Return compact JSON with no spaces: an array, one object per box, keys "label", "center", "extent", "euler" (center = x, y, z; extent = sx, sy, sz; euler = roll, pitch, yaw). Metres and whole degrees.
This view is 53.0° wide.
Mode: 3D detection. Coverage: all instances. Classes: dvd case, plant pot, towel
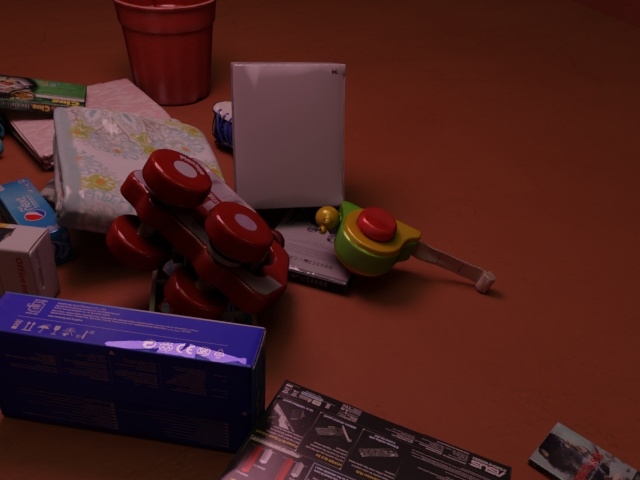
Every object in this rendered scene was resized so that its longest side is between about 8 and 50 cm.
[{"label":"dvd case","center":[0.000,0.000,1.206],"extent":[0.179,0.030,0.239],"euler":[14,37,14]},{"label":"plant pot","center":[-0.396,-0.516,1.688],"extent":[0.272,0.265,0.272],"euler":[2,35,-1]},{"label":"towel","center":[-0.337,-0.130,1.221],"extent":[0.320,0.090,0.374],"euler":[6,35,-28]},{"label":"towel","center":[-0.557,-0.289,1.540],"extent":[0.331,0.054,0.317],"euler":[-22,44,-31]},{"label":"dvd case","center":[0.344,0.297,0.836],"extent":[0.119,0.013,0.087],"euler":[31,44,32]}]

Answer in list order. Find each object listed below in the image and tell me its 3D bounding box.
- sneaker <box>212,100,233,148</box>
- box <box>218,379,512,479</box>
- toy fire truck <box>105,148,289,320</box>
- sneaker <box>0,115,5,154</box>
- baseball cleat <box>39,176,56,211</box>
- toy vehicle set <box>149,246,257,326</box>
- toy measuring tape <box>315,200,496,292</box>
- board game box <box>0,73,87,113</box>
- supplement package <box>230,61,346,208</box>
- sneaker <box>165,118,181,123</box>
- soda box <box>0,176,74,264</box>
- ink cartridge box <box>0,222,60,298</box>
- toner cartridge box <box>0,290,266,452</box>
[{"label":"sneaker","center":[-0.170,-0.234,1.454],"extent":[0.182,0.128,0.316],"euler":[4,29,6]},{"label":"box","center":[0.040,0.314,0.732],"extent":[0.307,0.077,0.242],"euler":[17,38,18]},{"label":"toy fire truck","center":[-0.165,-0.019,1.025],"extent":[0.302,0.169,0.254],"euler":[41,25,10]},{"label":"sneaker","center":[-0.784,-0.266,1.473],"extent":[0.109,0.107,0.275],"euler":[5,35,-33]},{"label":"baseball cleat","center":[-0.444,-0.096,1.248],"extent":[0.205,0.072,0.110],"euler":[9,56,7]},{"label":"toy vehicle set","center":[-0.190,0.101,1.042],"extent":[0.165,0.035,0.267],"euler":[-3,36,-9]},{"label":"toy measuring tape","center":[0.138,0.031,1.095],"extent":[0.330,0.121,0.121],"euler":[26,38,2]},{"label":"board game box","center":[-0.684,-0.341,1.494],"extent":[0.259,0.030,0.136],"euler":[4,33,-18]},{"label":"supplement package","center":[-0.065,-0.203,1.219],"extent":[0.203,0.262,0.145],"euler":[-3,16,-10]},{"label":"sneaker","center":[-0.386,-0.211,1.425],"extent":[0.234,0.078,0.106],"euler":[-23,41,-35]},{"label":"soda box","center":[-0.525,-0.034,1.169],"extent":[0.067,0.071,0.210],"euler":[-23,43,-31]},{"label":"ink cartridge box","center":[-0.518,0.041,1.018],"extent":[0.175,0.128,0.072],"euler":[6,33,2]},{"label":"toner cartridge box","center":[-0.247,0.172,0.829],"extent":[0.347,0.165,0.075],"euler":[8,36,5]}]
